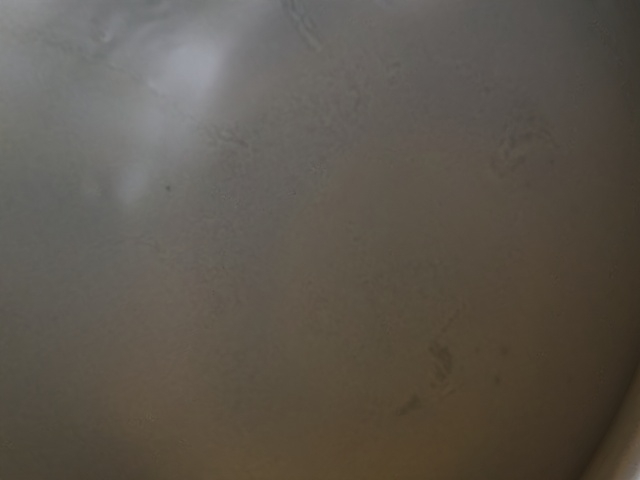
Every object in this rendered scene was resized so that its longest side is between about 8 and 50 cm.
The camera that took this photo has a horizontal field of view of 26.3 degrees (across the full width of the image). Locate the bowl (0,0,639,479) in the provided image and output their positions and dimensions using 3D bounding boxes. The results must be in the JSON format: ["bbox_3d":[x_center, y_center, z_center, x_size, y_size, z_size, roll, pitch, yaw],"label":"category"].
[{"bbox_3d":[0.000,0.000,0.467,0.346,0.345,0.157,-16,159,34],"label":"bowl"}]
